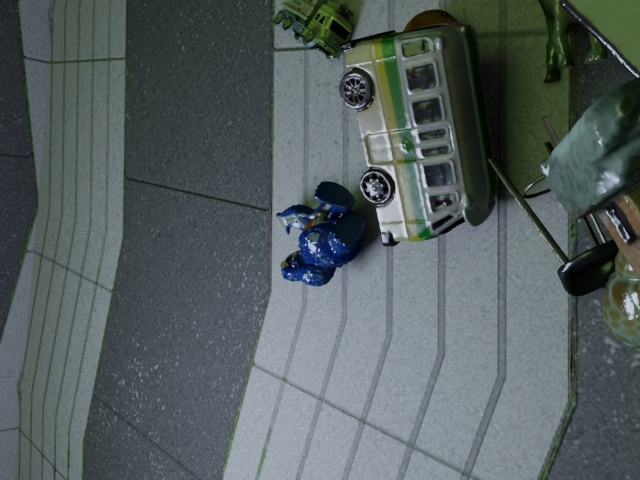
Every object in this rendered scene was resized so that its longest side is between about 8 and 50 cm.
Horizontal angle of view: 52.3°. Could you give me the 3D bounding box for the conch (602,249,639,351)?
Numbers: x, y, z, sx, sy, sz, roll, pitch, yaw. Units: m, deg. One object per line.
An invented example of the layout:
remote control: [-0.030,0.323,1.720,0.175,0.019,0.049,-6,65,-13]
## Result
conch: [0.393,0.062,0.773,0.116,0.105,0.173,-104,28,-42]

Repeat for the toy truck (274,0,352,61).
toy truck: [-0.010,-0.416,1.229,0.169,0.077,0.100,44,105,42]

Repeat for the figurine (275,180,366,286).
figurine: [0.003,0.005,1.182,0.262,0.120,0.164,151,120,-60]

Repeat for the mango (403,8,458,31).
mango: [0.174,-0.276,1.022,0.111,0.089,0.163,1,100,57]

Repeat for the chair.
chair: [0.317,-0.044,0.842,0.095,0.104,0.222,112,138,-70]

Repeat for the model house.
model house: [0.427,-0.021,0.630,0.267,0.194,0.325,-25,79,-1]

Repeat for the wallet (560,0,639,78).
wallet: [0.361,-0.262,0.767,0.157,0.018,0.082,52,123,18]

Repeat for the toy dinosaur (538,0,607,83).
toy dinosaur: [0.340,-0.371,0.848,0.447,0.087,0.301,-5,87,42]

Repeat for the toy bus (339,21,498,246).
toy bus: [0.154,-0.153,0.945,0.179,0.143,0.306,-1,110,34]
